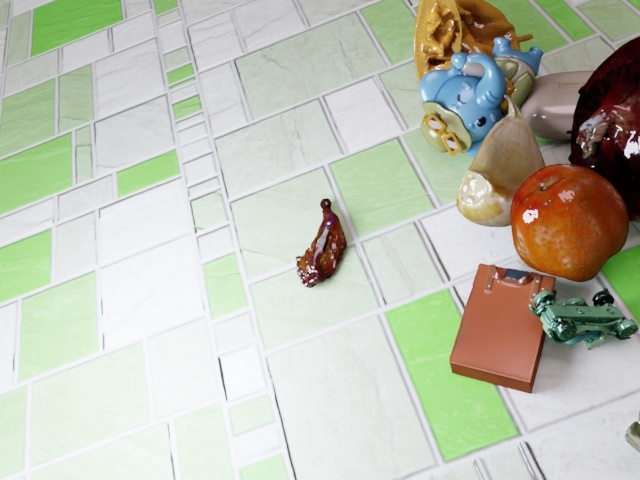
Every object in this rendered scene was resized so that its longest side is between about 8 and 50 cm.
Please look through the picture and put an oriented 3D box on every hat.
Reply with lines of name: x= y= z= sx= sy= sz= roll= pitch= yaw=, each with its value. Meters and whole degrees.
hat: x=0.344 y=-0.430 z=1.370 sx=0.233 sy=0.233 sz=0.244 roll=-9 pitch=91 yaw=-14

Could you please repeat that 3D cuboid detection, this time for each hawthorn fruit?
hawthorn fruit: x=0.378 y=-0.029 z=1.000 sx=0.189 sy=0.189 sz=0.189 roll=-9 pitch=51 yaw=12

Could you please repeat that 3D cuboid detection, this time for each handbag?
handbag: x=0.292 y=0.133 z=1.029 sx=0.127 sy=0.063 sz=0.190 roll=10 pitch=61 yaw=25

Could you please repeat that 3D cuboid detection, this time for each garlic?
garlic: x=0.321 y=-0.123 z=1.149 sx=0.145 sy=0.164 sz=0.245 roll=-2 pitch=46 yaw=38

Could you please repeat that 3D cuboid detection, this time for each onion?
onion: x=0.520 y=-0.184 z=1.030 sx=0.232 sy=0.314 sz=0.314 roll=5 pitch=47 yaw=-20

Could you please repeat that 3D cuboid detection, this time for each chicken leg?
chicken leg: x=0.005 y=0.001 z=1.235 sx=0.093 sy=0.053 sz=0.205 roll=0 pitch=49 yaw=37

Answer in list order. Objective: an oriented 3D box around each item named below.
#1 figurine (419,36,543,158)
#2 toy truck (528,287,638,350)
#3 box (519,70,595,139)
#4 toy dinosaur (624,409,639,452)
figurine: x=0.300 y=-0.284 z=1.251 sx=0.262 sy=0.180 sz=0.154 roll=-56 pitch=34 yaw=10
toy truck: x=0.386 y=0.125 z=0.976 sx=0.154 sy=0.078 sz=0.080 roll=1 pitch=39 yaw=-20
box: x=0.487 y=-0.260 z=1.245 sx=0.200 sy=0.088 sz=0.146 roll=1 pitch=53 yaw=19
toy dinosaur: x=0.480 y=0.282 z=0.834 sx=0.162 sy=0.077 sz=0.294 roll=25 pitch=64 yaw=32
